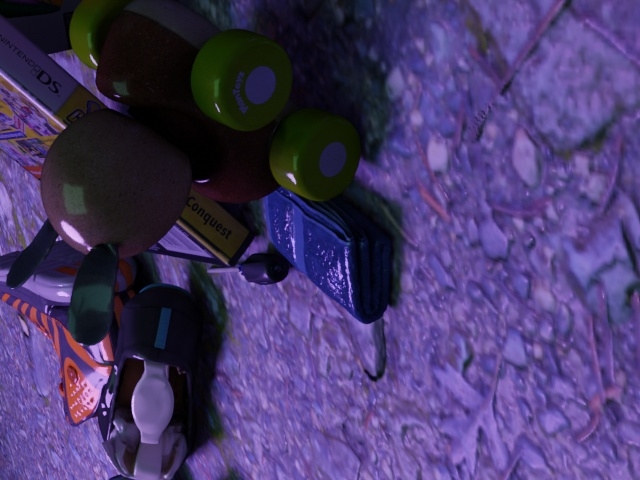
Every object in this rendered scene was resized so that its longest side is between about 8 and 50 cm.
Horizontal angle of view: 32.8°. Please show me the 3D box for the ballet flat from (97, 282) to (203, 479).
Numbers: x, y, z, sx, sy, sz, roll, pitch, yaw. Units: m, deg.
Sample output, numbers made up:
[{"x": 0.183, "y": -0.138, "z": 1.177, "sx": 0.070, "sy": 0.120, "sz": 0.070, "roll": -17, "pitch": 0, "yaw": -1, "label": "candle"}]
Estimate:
[{"x": -0.162, "y": 0.161, "z": 1.005, "sx": 0.096, "sy": 0.095, "sz": 0.280, "roll": -90, "pitch": 7, "yaw": -45, "label": "ballet flat"}]

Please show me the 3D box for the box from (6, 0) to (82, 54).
[{"x": -0.258, "y": -0.257, "z": 0.913, "sx": 0.182, "sy": 0.119, "sz": 0.181, "roll": 27, "pitch": 130, "yaw": 54, "label": "box"}]

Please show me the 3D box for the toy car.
[{"x": -0.101, "y": -0.031, "z": 0.631, "sx": 0.155, "sy": 0.188, "sz": 0.149, "roll": 26, "pitch": 169, "yaw": 43, "label": "toy car"}]

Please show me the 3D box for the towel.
[{"x": 0.000, "y": 0.000, "z": 0.681, "sx": 0.119, "sy": 0.029, "sz": 0.067, "roll": 39, "pitch": 140, "yaw": 47, "label": "towel"}]

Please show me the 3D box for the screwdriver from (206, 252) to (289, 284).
[{"x": -0.065, "y": 0.023, "z": 0.827, "sx": 0.170, "sy": 0.025, "sz": 0.024, "roll": -7, "pitch": 100, "yaw": 63, "label": "screwdriver"}]

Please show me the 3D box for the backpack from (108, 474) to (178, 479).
[{"x": -0.194, "y": 0.301, "z": 1.168, "sx": 0.084, "sy": 0.105, "sz": 0.114, "roll": 59, "pitch": 141, "yaw": 32, "label": "backpack"}]

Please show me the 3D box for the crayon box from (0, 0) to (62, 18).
[{"x": -0.245, "y": -0.300, "z": 0.707, "sx": 0.081, "sy": 0.165, "sz": 0.278, "roll": 1, "pitch": 88, "yaw": 29, "label": "crayon box"}]

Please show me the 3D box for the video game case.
[{"x": -0.202, "y": -0.074, "z": 0.868, "sx": 0.248, "sy": 0.035, "sz": 0.275, "roll": 42, "pitch": 164, "yaw": -24, "label": "video game case"}]

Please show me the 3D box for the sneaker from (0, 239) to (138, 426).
[{"x": -0.274, "y": 0.101, "z": 1.171, "sx": 0.321, "sy": 0.125, "sz": 0.180, "roll": 12, "pitch": 116, "yaw": 60, "label": "sneaker"}]
